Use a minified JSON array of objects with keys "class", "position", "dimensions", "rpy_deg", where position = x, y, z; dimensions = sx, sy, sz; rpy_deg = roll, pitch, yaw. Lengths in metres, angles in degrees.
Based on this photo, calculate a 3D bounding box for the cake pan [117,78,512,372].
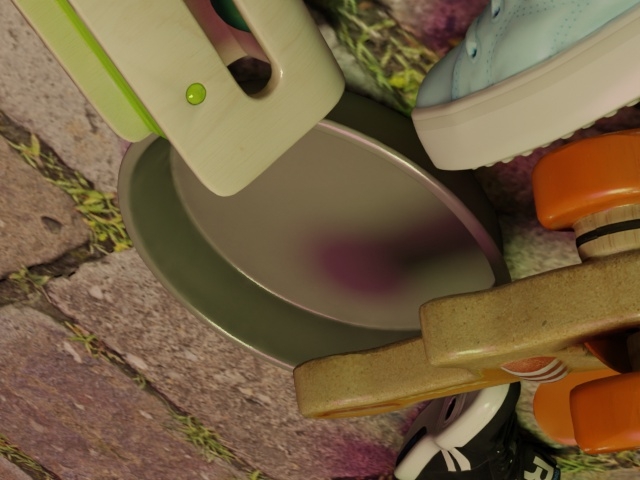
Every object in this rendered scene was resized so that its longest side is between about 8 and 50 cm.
[{"class":"cake pan","position":[0.000,0.000,0.809],"dimensions":[0.293,0.054,0.293],"rpy_deg":[17,143,13]}]

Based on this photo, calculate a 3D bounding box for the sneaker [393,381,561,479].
[{"class":"sneaker","position":[0.145,0.158,0.904],"dimensions":[0.121,0.079,0.217],"rpy_deg":[24,152,-2]}]

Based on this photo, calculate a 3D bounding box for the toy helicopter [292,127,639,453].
[{"class":"toy helicopter","position":[0.127,0.058,0.670],"dimensions":[0.235,0.140,0.355],"rpy_deg":[4,163,-42]}]

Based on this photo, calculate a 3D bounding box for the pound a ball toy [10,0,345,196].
[{"class":"pound a ball toy","position":[-0.132,-0.198,0.609],"dimensions":[0.208,0.136,0.319],"rpy_deg":[30,159,49]}]

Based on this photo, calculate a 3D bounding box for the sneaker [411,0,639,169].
[{"class":"sneaker","position":[0.147,-0.151,0.500],"dimensions":[0.366,0.135,0.150],"rpy_deg":[-29,91,52]}]
